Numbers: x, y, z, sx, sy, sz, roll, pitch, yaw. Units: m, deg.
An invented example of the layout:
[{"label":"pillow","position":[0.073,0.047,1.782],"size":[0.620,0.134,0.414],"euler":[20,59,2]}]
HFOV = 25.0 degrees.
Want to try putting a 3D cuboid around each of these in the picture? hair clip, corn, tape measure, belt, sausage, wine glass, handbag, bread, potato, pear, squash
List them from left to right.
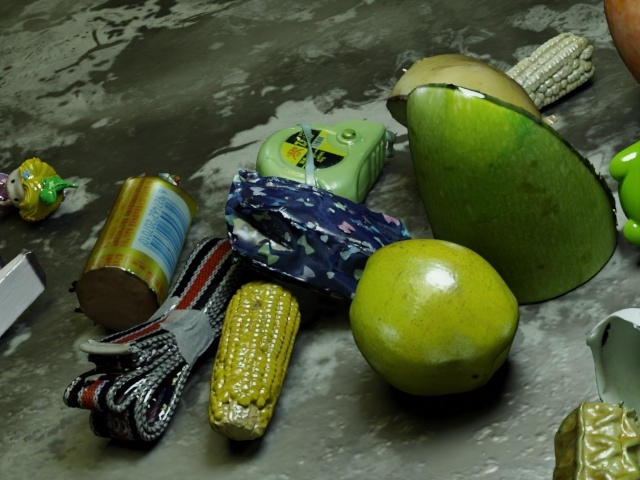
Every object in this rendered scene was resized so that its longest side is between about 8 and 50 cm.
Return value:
[{"label":"hair clip","position":[-0.508,0.138,1.943],"size":[0.101,0.085,0.331],"euler":[10,44,36]},{"label":"sausage","position":[-0.250,-0.005,2.012],"size":[0.125,0.117,0.317],"euler":[-1,35,10]},{"label":"belt","position":[-0.178,0.114,1.822],"size":[0.094,0.126,0.359],"euler":[-1,30,36]},{"label":"corn","position":[-0.081,0.139,1.756],"size":[0.097,0.097,0.262],"euler":[-7,37,14]},{"label":"tape measure","position":[-0.003,-0.094,2.042],"size":[0.175,0.106,0.200],"euler":[12,44,14]},{"label":"handbag","position":[0.000,0.000,1.839],"size":[0.260,0.113,0.162],"euler":[19,26,-6]},{"label":"pear","position":[0.130,0.091,1.669],"size":[0.198,0.198,0.198],"euler":[-11,35,8]},{"label":"potato","position":[0.216,-0.176,1.916],"size":[0.239,0.299,0.116],"euler":[28,88,3]},{"label":"squash","position":[0.217,-0.097,1.772],"size":[0.233,0.309,0.210],"euler":[15,45,38]},{"label":"corn","position":[0.310,-0.231,2.124],"size":[0.211,0.087,0.087],"euler":[-32,37,-15]},{"label":"bread","position":[0.276,0.273,1.429],"size":[0.098,0.087,0.269],"euler":[-5,36,15]},{"label":"wine glass","position":[0.406,0.115,1.545],"size":[0.196,0.165,0.165],"euler":[-28,36,-27]}]

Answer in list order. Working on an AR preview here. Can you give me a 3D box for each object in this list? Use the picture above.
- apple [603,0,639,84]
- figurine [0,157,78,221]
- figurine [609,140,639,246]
[{"label":"apple","position":[0.565,-0.341,1.923],"size":[0.391,0.391,0.346],"euler":[-37,20,-27]},{"label":"figurine","position":[-0.428,-0.081,2.217],"size":[0.156,0.095,0.115],"euler":[-9,10,43]},{"label":"figurine","position":[0.487,-0.079,1.781],"size":[0.263,0.162,0.143],"euler":[-14,9,-7]}]
